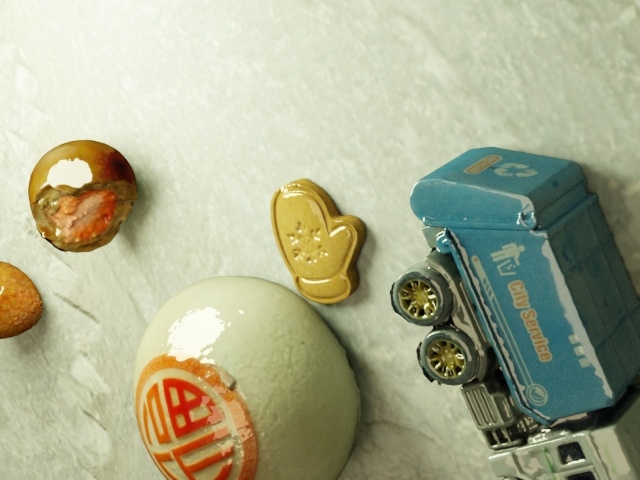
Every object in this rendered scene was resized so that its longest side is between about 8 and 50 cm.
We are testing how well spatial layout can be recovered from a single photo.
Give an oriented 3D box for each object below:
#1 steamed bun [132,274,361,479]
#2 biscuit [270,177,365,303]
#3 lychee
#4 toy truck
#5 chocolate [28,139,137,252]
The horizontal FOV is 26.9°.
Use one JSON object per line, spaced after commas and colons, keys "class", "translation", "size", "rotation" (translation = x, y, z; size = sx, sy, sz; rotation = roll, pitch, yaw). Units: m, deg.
{"class": "steamed bun", "translation": [-0.100, 0.185, 1.494], "size": [0.283, 0.177, 0.283], "rotation": [15, 116, 33]}
{"class": "biscuit", "translation": [-0.001, 0.001, 1.433], "size": [0.118, 0.023, 0.140], "rotation": [-18, 98, 43]}
{"class": "lychee", "translation": [-0.433, 0.073, 1.758], "size": [0.140, 0.101, 0.114], "rotation": [36, 171, 5]}
{"class": "toy truck", "translation": [0.198, 0.094, 1.237], "size": [0.175, 0.146, 0.367], "rotation": [-18, 99, 38]}
{"class": "chocolate", "translation": [-0.270, -0.058, 1.558], "size": [0.133, 0.124, 0.127], "rotation": [-26, 86, 27]}
